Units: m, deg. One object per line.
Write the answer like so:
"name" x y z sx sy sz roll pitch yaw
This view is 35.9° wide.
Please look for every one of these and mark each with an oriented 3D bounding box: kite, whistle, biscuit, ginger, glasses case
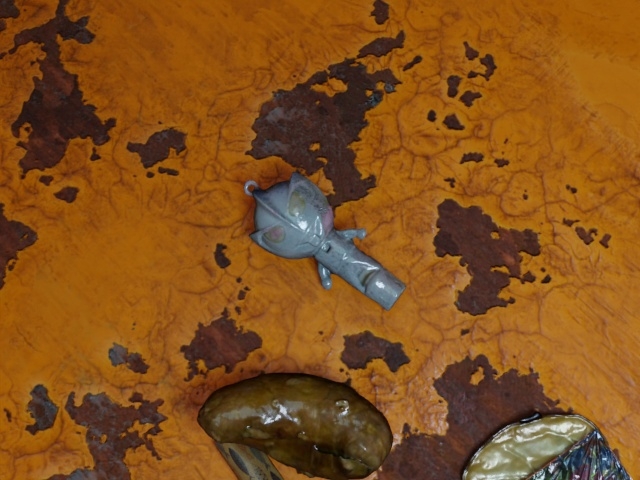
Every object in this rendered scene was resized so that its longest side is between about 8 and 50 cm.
"kite" 0.422 0.394 1.588 0.232 0.009 0.189 12 73 7
"whistle" 0.001 -0.001 1.765 0.346 0.134 0.142 37 76 7
"biscuit" 0.364 0.385 1.624 0.260 0.041 0.203 -6 74 6
"ginger" -0.036 0.303 1.645 0.321 0.172 0.165 8 109 11
"glasses case" -0.108 0.397 1.678 0.064 0.041 0.170 -36 70 -7
